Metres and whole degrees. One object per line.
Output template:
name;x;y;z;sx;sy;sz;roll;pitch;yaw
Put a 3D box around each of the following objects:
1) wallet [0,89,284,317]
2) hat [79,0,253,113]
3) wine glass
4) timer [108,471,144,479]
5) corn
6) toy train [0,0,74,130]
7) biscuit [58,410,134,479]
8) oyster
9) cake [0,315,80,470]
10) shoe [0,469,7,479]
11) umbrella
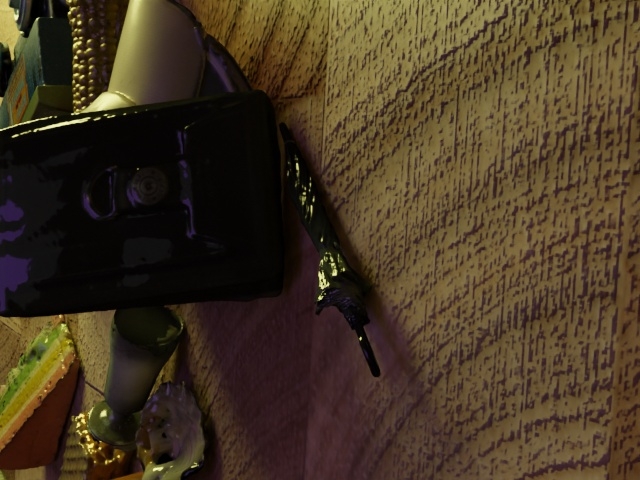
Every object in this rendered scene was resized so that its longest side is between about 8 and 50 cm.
wallet;-0.152;-0.026;0.903;0.052;0.245;0.169;39;-135;-79
hat;-0.166;-0.085;1.014;0.232;0.161;0.275;13;97;59
wine glass;-0.187;0.134;1.132;0.072;0.072;0.155;63;143;43
timer;-0.245;0.306;1.145;0.132;0.152;0.132;-6;84;63
corn;-0.211;-0.163;1.162;0.101;0.101;0.292;-5;86;63
toy train;-0.318;-0.181;1.335;0.299;0.131;0.202;140;124;-58
biscuit;-0.284;0.355;1.327;0.094;0.054;0.379;57;137;48
oyster;-0.143;0.198;1.068;0.121;0.045;0.146;33;110;63
cake;-0.365;0.205;1.514;0.225;0.090;0.109;-51;39;23
shoe;-0.529;0.429;1.745;0.227;0.112;0.099;-143;60;-60
umbrella;0.002;0.004;0.813;0.269;0.044;0.044;-110;-4;-48
